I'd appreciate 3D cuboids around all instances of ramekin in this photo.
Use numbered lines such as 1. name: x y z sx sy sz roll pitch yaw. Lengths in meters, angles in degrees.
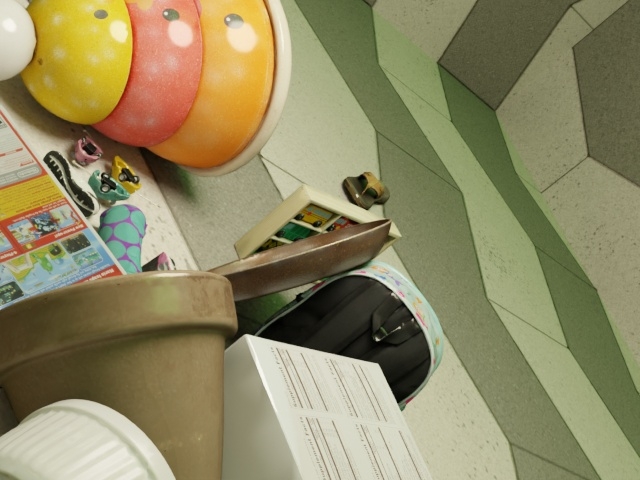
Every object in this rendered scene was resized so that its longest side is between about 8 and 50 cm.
1. ramekin: -0.226 0.250 0.846 0.207 0.207 0.109 54 32 10

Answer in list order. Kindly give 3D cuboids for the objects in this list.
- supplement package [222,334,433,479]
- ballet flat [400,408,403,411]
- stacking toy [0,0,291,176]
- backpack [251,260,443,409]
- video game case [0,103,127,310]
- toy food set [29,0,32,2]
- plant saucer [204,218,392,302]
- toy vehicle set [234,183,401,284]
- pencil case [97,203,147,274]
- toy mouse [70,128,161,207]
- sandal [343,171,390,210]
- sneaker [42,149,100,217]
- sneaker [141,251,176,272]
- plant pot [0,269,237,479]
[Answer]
1. supplement package: -0.038 0.261 1.168 0.263 0.199 0.198 20 37 -50
2. ballet flat: 0.080 0.226 1.639 0.168 0.057 0.052 39 15 -26
3. stacking toy: -0.310 -0.266 1.430 0.480 0.350 0.350 -4 56 -46
4. backpack: 0.048 0.157 1.424 0.225 0.253 0.191 51 22 5
5. video game case: -0.378 -0.029 1.162 0.285 0.025 0.204 52 36 7
6. toy food set: -0.418 -0.376 1.647 0.111 0.104 0.232 46 37 -46
7. plant saucer: -0.041 0.034 1.429 0.310 0.311 0.050 -23 98 -67
8. toy vehicle set: 0.000 0.000 1.696 0.267 0.166 0.035 20 37 -50
9. pencil case: -0.262 0.018 1.313 0.070 0.064 0.151 19 35 -24
10. toy mouse: -0.320 -0.099 1.424 0.161 0.031 0.143 52 18 13
11. sandal: 0.116 -0.118 2.235 0.090 0.060 0.219 55 23 13
12. sneaker: -0.341 -0.075 1.358 0.109 0.040 0.044 55 7 4
13. sneaker: -0.199 0.103 1.314 0.077 0.072 0.178 41 29 -51
14. plant pot: -0.193 0.174 1.000 0.263 0.263 0.229 9 63 -58
